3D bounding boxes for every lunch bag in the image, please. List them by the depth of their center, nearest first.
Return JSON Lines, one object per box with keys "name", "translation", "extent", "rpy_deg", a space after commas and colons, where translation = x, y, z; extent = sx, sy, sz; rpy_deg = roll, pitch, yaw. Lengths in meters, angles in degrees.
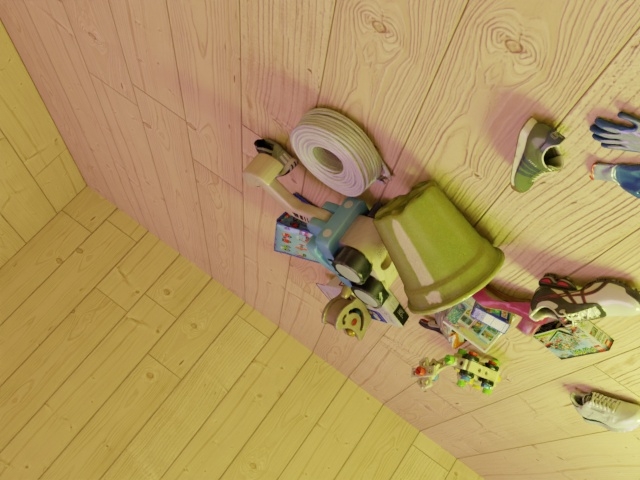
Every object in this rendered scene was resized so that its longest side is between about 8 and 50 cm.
{"name": "lunch bag", "translation": [0.000, 0.000, 2.104], "extent": [0.293, 0.138, 0.221], "rpy_deg": [26, 154, 6]}

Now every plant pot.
{"name": "plant pot", "translation": [0.270, 0.001, 1.528], "extent": [0.253, 0.276, 0.276], "rpy_deg": [56, 155, -10]}

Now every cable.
{"name": "cable", "translation": [0.038, -0.228, 1.618], "extent": [0.257, 0.089, 0.257], "rpy_deg": [15, 149, 45]}

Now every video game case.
{"name": "video game case", "translation": [0.465, 0.232, 1.816], "extent": [0.157, 0.143, 0.019], "rpy_deg": [36, -161, 5]}

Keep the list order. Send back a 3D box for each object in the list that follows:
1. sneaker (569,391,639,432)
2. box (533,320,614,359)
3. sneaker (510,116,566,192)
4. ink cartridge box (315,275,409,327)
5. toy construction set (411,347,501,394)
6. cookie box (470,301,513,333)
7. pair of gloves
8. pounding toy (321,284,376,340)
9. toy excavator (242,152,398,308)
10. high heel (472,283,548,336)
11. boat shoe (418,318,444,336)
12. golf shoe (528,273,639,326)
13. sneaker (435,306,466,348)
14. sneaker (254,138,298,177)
{"name": "sneaker", "translation": [0.835, 0.493, 1.804], "extent": [0.094, 0.090, 0.235], "rpy_deg": [52, 155, -7]}
{"name": "box", "translation": [0.673, 0.263, 1.660], "extent": [0.114, 0.036, 0.207], "rpy_deg": [38, 158, 1]}
{"name": "sneaker", "translation": [0.426, -0.148, 1.198], "extent": [0.086, 0.064, 0.192], "rpy_deg": [32, 155, 29]}
{"name": "ink cartridge box", "translation": [0.154, 0.227, 2.365], "extent": [0.371, 0.069, 0.175], "rpy_deg": [6, 142, 49]}
{"name": "toy construction set", "translation": [0.471, 0.432, 2.066], "extent": [0.328, 0.151, 0.215], "rpy_deg": [9, 177, -33]}
{"name": "cookie box", "translation": [0.487, 0.203, 1.741], "extent": [0.107, 0.092, 0.040], "rpy_deg": [28, 123, 9]}
{"name": "pair of gloves", "translation": [0.550, -0.142, 1.079], "extent": [0.159, 0.023, 0.198], "rpy_deg": [22, 153, 36]}
{"name": "pounding toy", "translation": [0.114, 0.284, 2.254], "extent": [0.155, 0.154, 0.269], "rpy_deg": [20, 152, 39]}
{"name": "toy excavator", "translation": [0.010, -0.044, 1.813], "extent": [0.445, 0.222, 0.433], "rpy_deg": [21, 157, 38]}
{"name": "high heel", "translation": [0.509, 0.150, 1.683], "extent": [0.244, 0.082, 0.117], "rpy_deg": [43, 129, 30]}
{"name": "boat shoe", "translation": [0.402, 0.296, 2.145], "extent": [0.137, 0.049, 0.043], "rpy_deg": [21, 110, 43]}
{"name": "golf shoe", "translation": [0.617, 0.156, 1.431], "extent": [0.105, 0.120, 0.273], "rpy_deg": [50, 154, -23]}
{"name": "sneaker", "translation": [0.408, 0.237, 1.957], "extent": [0.121, 0.099, 0.262], "rpy_deg": [45, 157, 37]}
{"name": "sneaker", "translation": [-0.171, -0.254, 1.924], "extent": [0.132, 0.086, 0.229], "rpy_deg": [51, 146, -16]}
